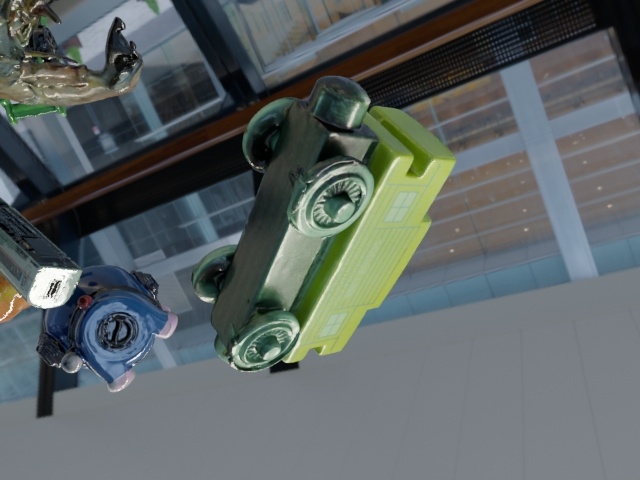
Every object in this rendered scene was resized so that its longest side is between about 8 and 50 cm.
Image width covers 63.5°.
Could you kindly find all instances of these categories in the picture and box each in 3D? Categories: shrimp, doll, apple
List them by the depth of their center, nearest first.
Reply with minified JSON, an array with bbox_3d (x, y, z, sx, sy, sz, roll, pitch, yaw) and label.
[{"bbox_3d":[-0.254,-0.179,0.489,0.178,0.075,0.289,7,162,-35],"label":"shrimp"},{"bbox_3d":[-0.473,0.175,1.135,0.284,0.240,0.310,-38,-161,-25],"label":"doll"},{"bbox_3d":[-0.862,0.131,1.405,0.210,0.164,0.209,-26,-171,5],"label":"apple"}]

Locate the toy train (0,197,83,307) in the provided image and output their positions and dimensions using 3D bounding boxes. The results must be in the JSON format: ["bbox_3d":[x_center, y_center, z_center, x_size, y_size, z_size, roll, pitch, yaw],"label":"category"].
[{"bbox_3d":[-0.614,0.000,1.013,0.407,0.088,0.087,30,-170,33],"label":"toy train"}]

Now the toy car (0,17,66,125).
[{"bbox_3d":[-0.767,-0.493,1.290,0.214,0.358,0.176,-15,174,-7],"label":"toy car"}]

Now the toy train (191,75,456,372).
[{"bbox_3d":[0.000,0.000,0.705,0.273,0.179,0.441,-3,132,-39],"label":"toy train"}]
